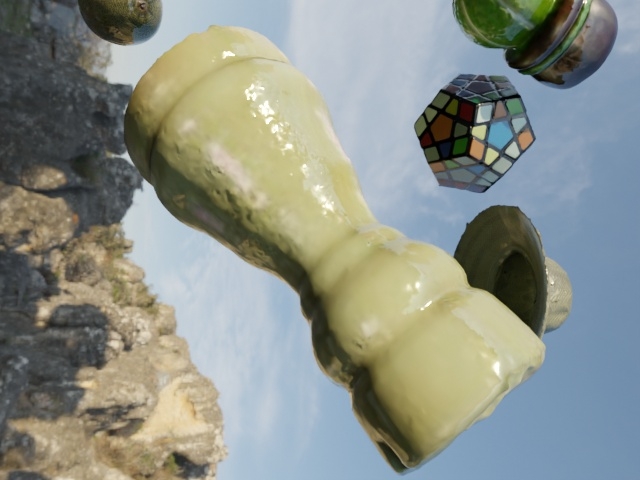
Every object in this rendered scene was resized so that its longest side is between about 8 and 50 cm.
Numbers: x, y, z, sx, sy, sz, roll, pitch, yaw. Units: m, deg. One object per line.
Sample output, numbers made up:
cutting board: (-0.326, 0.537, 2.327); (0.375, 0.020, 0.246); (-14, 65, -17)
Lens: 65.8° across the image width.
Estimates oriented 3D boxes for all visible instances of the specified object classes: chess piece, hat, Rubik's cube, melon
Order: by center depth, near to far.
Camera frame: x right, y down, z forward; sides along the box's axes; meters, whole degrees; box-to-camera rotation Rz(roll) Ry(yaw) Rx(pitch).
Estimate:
chess piece: (0.000, 0.000, 0.506); (0.442, 0.234, 0.234); (50, -45, 23)
Rubik's cube: (0.169, -0.118, 0.546); (0.112, 0.133, 0.133); (-133, -129, -71)
melon: (-0.260, -0.304, 0.642); (0.131, 0.098, 0.097); (25, -71, 46)
hat: (0.280, 0.075, 0.684); (0.252, 0.110, 0.251); (-173, -90, -80)

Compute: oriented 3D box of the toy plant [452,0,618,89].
toy plant: (0.192, -0.214, 0.463); (0.092, 0.162, 0.092); (-55, -160, 31)
